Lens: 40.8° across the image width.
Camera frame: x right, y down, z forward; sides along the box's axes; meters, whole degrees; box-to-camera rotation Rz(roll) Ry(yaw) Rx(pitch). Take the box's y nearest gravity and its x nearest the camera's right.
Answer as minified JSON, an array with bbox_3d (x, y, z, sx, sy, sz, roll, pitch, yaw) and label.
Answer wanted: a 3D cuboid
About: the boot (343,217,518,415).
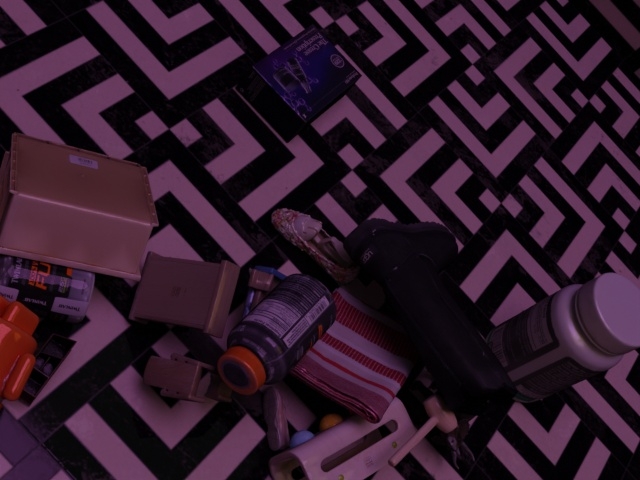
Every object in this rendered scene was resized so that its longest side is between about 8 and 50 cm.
[{"bbox_3d":[0.282,0.159,1.846,0.367,0.146,0.445,2,43,-47],"label":"boot"}]

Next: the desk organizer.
[{"bbox_3d":[-0.484,0.220,1.502,0.047,0.050,0.130,37,51,-9],"label":"desk organizer"}]

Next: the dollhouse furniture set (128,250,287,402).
[{"bbox_3d":[-0.201,0.184,1.695,0.303,0.198,0.287,32,69,-53],"label":"dollhouse furniture set"}]

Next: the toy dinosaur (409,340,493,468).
[{"bbox_3d":[0.303,0.345,1.908,0.160,0.121,0.313,55,44,-10],"label":"toy dinosaur"}]

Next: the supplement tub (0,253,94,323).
[{"bbox_3d":[-0.508,0.076,1.526,0.190,0.117,0.117,14,58,-26],"label":"supplement tub"}]

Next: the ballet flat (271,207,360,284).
[{"bbox_3d":[0.000,0.000,1.915,0.241,0.077,0.091,39,52,-7],"label":"ballet flat"}]

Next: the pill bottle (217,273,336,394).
[{"bbox_3d":[-0.084,0.175,1.574,0.130,0.130,0.245,47,46,-1],"label":"pill bottle"}]

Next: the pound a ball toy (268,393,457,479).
[{"bbox_3d":[0.080,0.380,1.662,0.319,0.208,0.136,-21,80,-37],"label":"pound a ball toy"}]

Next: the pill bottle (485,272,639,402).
[{"bbox_3d":[0.556,0.223,1.953,0.204,0.361,0.204,15,57,-25],"label":"pill bottle"}]

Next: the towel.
[{"bbox_3d":[0.073,0.220,1.755,0.237,0.037,0.329,29,31,11],"label":"towel"}]

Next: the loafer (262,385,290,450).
[{"bbox_3d":[-0.084,0.350,1.692,0.039,0.045,0.125,14,63,-46],"label":"loafer"}]

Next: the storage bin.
[{"bbox_3d":[-0.453,-0.071,1.583,0.262,0.123,0.260,13,27,-25],"label":"storage bin"}]

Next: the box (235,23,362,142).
[{"bbox_3d":[-0.049,-0.385,2.089,0.184,0.103,0.261,48,50,-4],"label":"box"}]

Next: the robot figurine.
[{"bbox_3d":[-0.553,0.200,1.408,0.158,0.128,0.219,29,68,-11],"label":"robot figurine"}]
